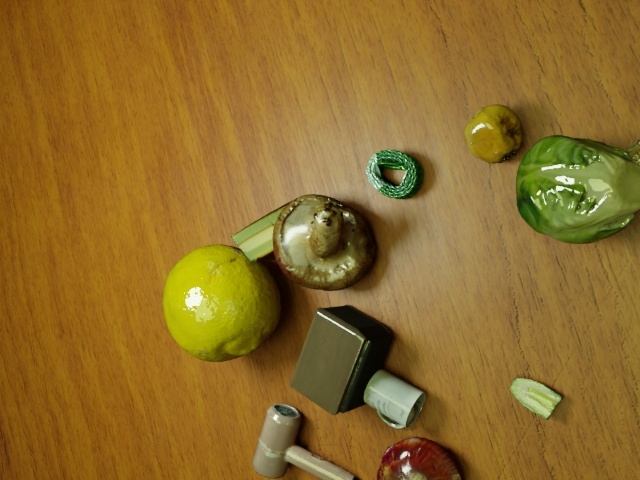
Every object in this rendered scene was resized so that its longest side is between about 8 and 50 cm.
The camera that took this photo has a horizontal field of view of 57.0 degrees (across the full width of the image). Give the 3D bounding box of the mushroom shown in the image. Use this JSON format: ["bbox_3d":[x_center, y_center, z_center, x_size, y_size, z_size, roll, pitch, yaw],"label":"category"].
[{"bbox_3d":[-0.010,0.001,1.542,0.267,0.254,0.267,-10,72,34],"label":"mushroom"}]

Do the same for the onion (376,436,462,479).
[{"bbox_3d":[0.229,0.605,1.441,0.230,0.163,0.229,7,102,34],"label":"onion"}]

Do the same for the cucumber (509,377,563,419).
[{"bbox_3d":[0.490,0.357,1.354,0.107,0.035,0.067,33,88,28],"label":"cucumber"}]

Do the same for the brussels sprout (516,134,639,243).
[{"bbox_3d":[0.532,-0.102,1.209,0.271,0.210,0.219,-169,88,-68],"label":"brussels sprout"}]

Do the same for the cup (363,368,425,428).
[{"bbox_3d":[0.183,0.418,1.503,0.133,0.099,0.136,25,99,28],"label":"cup"}]

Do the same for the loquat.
[{"bbox_3d":[0.402,-0.244,1.366,0.137,0.113,0.137,2,101,11],"label":"loquat"}]

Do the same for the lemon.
[{"bbox_3d":[-0.278,0.172,1.657,0.348,0.348,0.347,0,90,31],"label":"lemon"}]

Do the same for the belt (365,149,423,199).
[{"bbox_3d":[0.185,-0.172,1.514,0.151,0.079,0.121,30,105,29],"label":"belt"}]

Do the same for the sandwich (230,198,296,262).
[{"bbox_3d":[-0.129,-0.029,1.649,0.117,0.187,0.144,47,119,22],"label":"sandwich"}]

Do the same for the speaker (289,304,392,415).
[{"bbox_3d":[0.054,0.307,1.547,0.193,0.153,0.230,27,104,33],"label":"speaker"}]

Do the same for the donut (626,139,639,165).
[{"bbox_3d":[0.700,-0.139,1.207,0.175,0.068,0.174,0,90,30],"label":"donut"}]

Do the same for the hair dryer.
[{"bbox_3d":[-0.017,0.606,1.644,0.344,0.107,0.189,20,98,21],"label":"hair dryer"}]
